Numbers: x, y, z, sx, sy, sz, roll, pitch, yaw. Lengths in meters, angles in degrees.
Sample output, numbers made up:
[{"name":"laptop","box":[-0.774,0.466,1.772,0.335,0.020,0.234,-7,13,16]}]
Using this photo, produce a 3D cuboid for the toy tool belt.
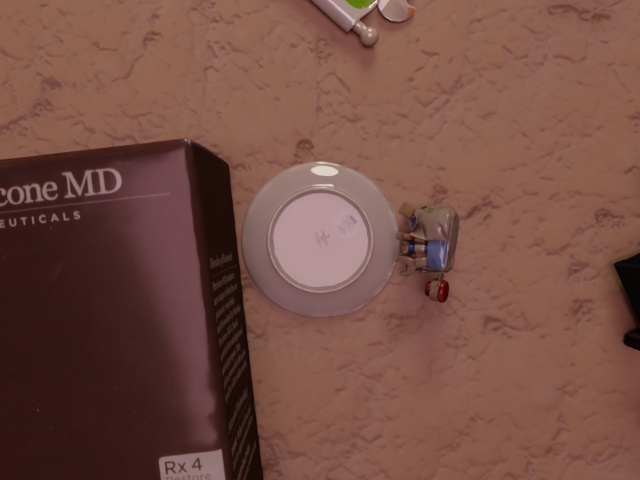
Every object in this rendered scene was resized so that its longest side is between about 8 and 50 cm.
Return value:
[{"name":"toy tool belt","box":[0.088,0.009,0.439,0.051,0.052,0.083,7,88,31]}]

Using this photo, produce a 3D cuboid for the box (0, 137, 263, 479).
[{"name":"box","box":[-0.152,0.127,0.393,0.191,0.143,0.380,-7,90,0]}]

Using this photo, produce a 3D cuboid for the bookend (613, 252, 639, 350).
[{"name":"bookend","box":[0.316,-0.004,0.423,0.157,0.072,0.156,-25,91,1]}]

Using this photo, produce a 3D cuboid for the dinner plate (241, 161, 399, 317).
[{"name":"dinner plate","box":[0.000,0.000,0.450,0.141,0.017,0.141,0,91,-2]}]

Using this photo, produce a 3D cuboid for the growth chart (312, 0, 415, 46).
[{"name":"growth chart","box":[0.051,-0.304,0.439,0.172,0.021,0.237,33,92,-2]}]
